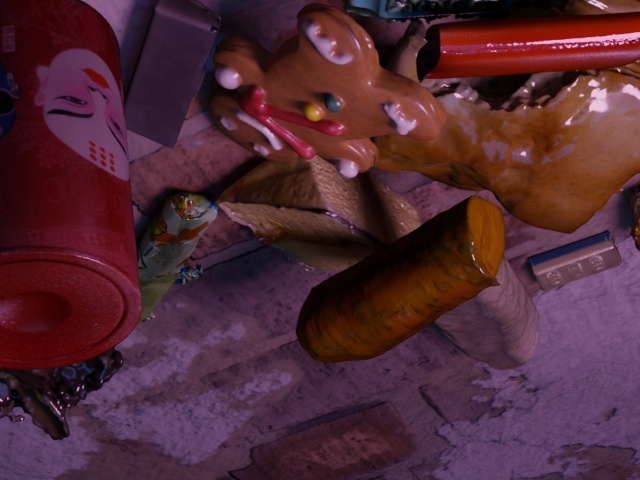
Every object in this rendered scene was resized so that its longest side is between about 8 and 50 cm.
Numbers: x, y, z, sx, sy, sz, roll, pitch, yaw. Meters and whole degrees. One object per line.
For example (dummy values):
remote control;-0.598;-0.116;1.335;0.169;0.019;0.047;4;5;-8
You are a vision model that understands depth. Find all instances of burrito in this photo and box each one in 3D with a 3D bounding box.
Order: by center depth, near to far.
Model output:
burrito;-0.193;0.030;1.788;0.104;0.054;0.288;9;139;-28
burrito;0.206;0.081;1.918;0.143;0.105;0.299;-19;146;19

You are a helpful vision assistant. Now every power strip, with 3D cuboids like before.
power strip;0.358;0.029;1.943;0.123;0.032;0.056;-20;145;12

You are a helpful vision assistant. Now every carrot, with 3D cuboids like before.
carrot;0.095;0.055;1.612;0.114;0.114;0.302;21;141;-37

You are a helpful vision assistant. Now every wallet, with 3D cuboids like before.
wallet;0.199;-0.184;1.324;0.204;0.045;0.142;-4;178;-5

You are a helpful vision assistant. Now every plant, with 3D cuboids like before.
plant;-0.352;0.129;1.737;0.204;0.234;0.178;17;131;-25

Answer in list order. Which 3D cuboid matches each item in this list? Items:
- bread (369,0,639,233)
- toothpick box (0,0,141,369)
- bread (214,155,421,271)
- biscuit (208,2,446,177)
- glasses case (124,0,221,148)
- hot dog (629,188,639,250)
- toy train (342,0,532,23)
bread;0.241;-0.153;1.524;0.370;0.191;0.314;10;141;-24
toothpick box;-0.289;-0.064;1.382;0.204;0.333;0.204;-8;145;-5
bread;0.000;0.000;1.716;0.178;0.135;0.240;-32;141;24
biscuit;-0.018;-0.136;1.464;0.216;0.047;0.340;41;154;-24
glasses case;-0.162;-0.180;1.492;0.072;0.042;0.190;28;138;-1
hot dog;0.504;-0.045;1.817;0.213;0.103;0.146;-33;138;27
toy train;0.108;-0.292;1.314;0.203;0.163;0.112;-6;143;-6
